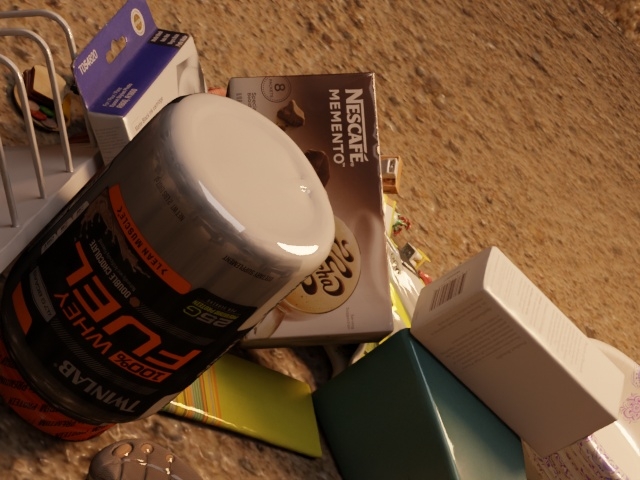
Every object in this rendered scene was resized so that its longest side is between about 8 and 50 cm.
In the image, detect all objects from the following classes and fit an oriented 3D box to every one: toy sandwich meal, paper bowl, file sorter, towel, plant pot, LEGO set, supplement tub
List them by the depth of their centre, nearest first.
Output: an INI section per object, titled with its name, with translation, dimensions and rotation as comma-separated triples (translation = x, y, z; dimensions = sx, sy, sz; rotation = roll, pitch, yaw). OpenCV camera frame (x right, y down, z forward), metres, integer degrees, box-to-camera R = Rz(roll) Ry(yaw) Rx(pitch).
[file sorter]
translation = -0.354, -0.098, 1.627
dimensions = 0.278, 0.192, 0.173
rotation = -58, 143, -60
[supplement tub]
translation = -0.163, 0.035, 1.629
dimensions = 0.207, 0.338, 0.207
rotation = 32, 33, -24
[towel]
translation = -0.097, 0.171, 1.877
dimensions = 0.237, 0.021, 0.102
rotation = 23, 43, -37
[plant pot]
translation = 0.129, 0.247, 1.940
dimensions = 0.165, 0.165, 0.234
rotation = 11, 51, -46
[toy sandwich meal]
translation = -0.318, -0.164, 1.982
dimensions = 0.085, 0.029, 0.086
rotation = 32, 32, -24
[paper bowl]
translation = 0.361, 0.278, 2.205
dimensions = 0.284, 0.148, 0.284
rotation = 32, 33, -23
[LEGO set]
translation = 0.115, 0.025, 2.231
dimensions = 0.107, 0.132, 0.287
rotation = 31, 26, -41

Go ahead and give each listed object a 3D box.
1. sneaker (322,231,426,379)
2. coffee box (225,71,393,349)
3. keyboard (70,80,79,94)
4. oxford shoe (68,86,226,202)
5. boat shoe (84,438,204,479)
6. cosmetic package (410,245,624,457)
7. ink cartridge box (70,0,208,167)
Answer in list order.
[sneaker]
translation = 0.000, 0.000, 2.036
dimensions = 0.147, 0.145, 0.385
rotation = -36, 93, -46
[coffee box]
translation = -0.016, -0.033, 1.929
dimensions = 0.168, 0.119, 0.297
rotation = -2, 81, -7
[keyboard]
translation = -0.234, -0.182, 2.001
dimensions = 0.108, 0.023, 0.180
rotation = -12, 17, -28
[oxford shoe]
translation = -0.195, -0.084, 1.987
dimensions = 0.397, 0.140, 0.147
rotation = -47, 124, -65
[boat shoe]
translation = -0.092, 0.337, 1.571
dimensions = 0.355, 0.130, 0.132
rotation = 44, 26, 6
[cosmetic package]
translation = 0.222, 0.127, 1.913
dimensions = 0.231, 0.117, 0.085
rotation = 44, 37, -19
[ink cartridge box]
translation = -0.173, -0.128, 1.794
dimensions = 0.223, 0.045, 0.224
rotation = -65, 142, -57
